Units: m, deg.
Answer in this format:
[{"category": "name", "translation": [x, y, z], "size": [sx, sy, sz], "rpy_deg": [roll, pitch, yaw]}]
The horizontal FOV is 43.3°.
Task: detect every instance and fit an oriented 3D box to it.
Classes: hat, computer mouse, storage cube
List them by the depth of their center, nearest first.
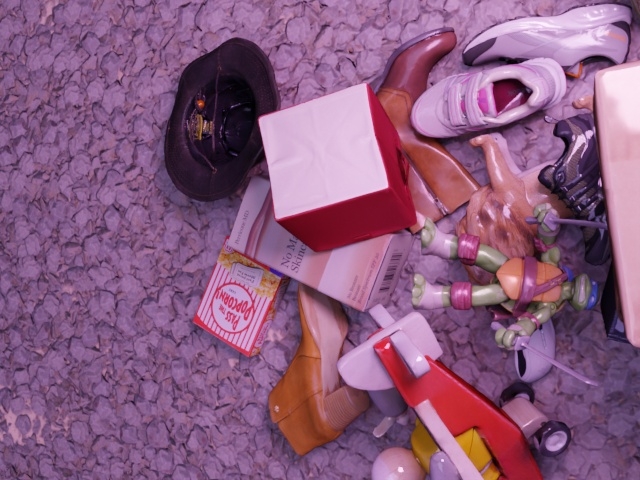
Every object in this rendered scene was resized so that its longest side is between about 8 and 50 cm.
[{"category": "storage cube", "translation": [0.028, -0.108, 1.289], "size": [0.215, 0.193, 0.184], "rpy_deg": [-15, 71, 14]}, {"category": "computer mouse", "translation": [0.352, 0.144, 1.305], "size": [0.042, 0.106, 0.193], "rpy_deg": [-157, 56, -64]}, {"category": "hat", "translation": [-0.154, -0.214, 1.525], "size": [0.331, 0.134, 0.331], "rpy_deg": [-11, 74, 44]}]

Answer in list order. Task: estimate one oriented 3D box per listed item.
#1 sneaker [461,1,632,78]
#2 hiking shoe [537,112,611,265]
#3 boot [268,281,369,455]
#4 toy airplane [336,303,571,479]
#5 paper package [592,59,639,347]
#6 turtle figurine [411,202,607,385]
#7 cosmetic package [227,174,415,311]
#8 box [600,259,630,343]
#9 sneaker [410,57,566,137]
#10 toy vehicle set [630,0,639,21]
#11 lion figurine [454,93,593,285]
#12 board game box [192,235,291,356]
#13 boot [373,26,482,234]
[{"category": "sneaker", "translation": [0.360, -0.309, 1.298], "size": [0.271, 0.100, 0.108], "rpy_deg": [-4, 94, 26]}, {"category": "hiking shoe", "translation": [0.379, -0.075, 1.187], "size": [0.114, 0.086, 0.227], "rpy_deg": [-2, 92, 13]}, {"category": "boot", "translation": [-0.034, 0.234, 1.500], "size": [0.211, 0.104, 0.295], "rpy_deg": [-39, 60, 36]}, {"category": "toy airplane", "translation": [0.163, 0.285, 1.242], "size": [0.384, 0.386, 0.272], "rpy_deg": [42, 97, 20]}, {"category": "paper package", "translation": [0.467, -0.051, 0.842], "size": [0.324, 0.168, 0.310], "rpy_deg": [-7, 89, 19]}, {"category": "turtle figurine", "translation": [0.267, 0.045, 1.141], "size": [0.266, 0.274, 0.198], "rpy_deg": [8, 106, 13]}, {"category": "cosmetic package", "translation": [0.000, 0.000, 1.459], "size": [0.296, 0.129, 0.153], "rpy_deg": [23, 101, 24]}, {"category": "box", "translation": [0.655, -0.055, 1.018], "size": [0.471, 0.297, 0.480], "rpy_deg": [16, 98, 14]}, {"category": "sneaker", "translation": [0.252, -0.225, 1.273], "size": [0.252, 0.111, 0.103], "rpy_deg": [-16, 96, 29]}, {"category": "toy vehicle set", "translation": [0.444, -0.408, 1.161], "size": [0.035, 0.267, 0.166], "rpy_deg": [-25, 79, 23]}, {"category": "lion figurine", "translation": [0.382, -0.086, 1.270], "size": [0.392, 0.142, 0.240], "rpy_deg": [-21, 91, 20]}, {"category": "board game box", "translation": [-0.151, 0.108, 1.580], "size": [0.146, 0.045, 0.194], "rpy_deg": [27, 102, 23]}, {"category": "boot", "translation": [0.189, -0.190, 1.386], "size": [0.264, 0.096, 0.280], "rpy_deg": [-37, 79, 15]}]
